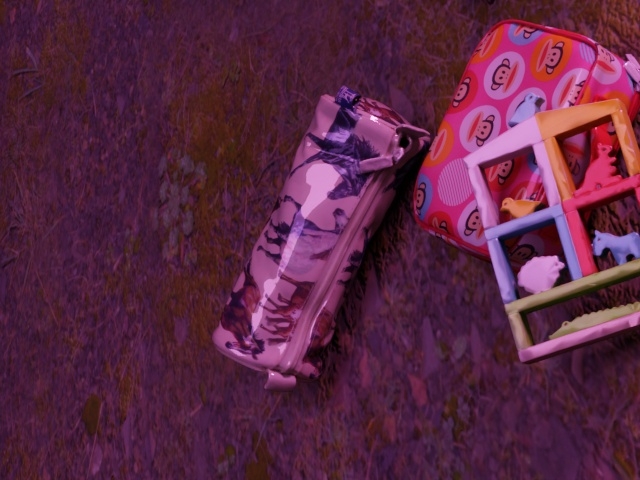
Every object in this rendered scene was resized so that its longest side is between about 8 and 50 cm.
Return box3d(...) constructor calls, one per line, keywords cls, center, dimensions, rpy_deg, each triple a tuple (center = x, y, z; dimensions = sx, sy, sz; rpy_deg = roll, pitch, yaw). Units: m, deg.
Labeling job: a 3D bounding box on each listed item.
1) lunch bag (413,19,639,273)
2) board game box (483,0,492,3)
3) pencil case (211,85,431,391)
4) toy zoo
box3d(cls="lunch bag", center=(0.254, -0.109, 1.824), dimensions=(0.258, 0.120, 0.293), rpy_deg=(28, 94, 56))
box3d(cls="board game box", center=(0.207, -0.513, 2.104), dimensions=(0.291, 0.141, 0.232), rpy_deg=(-59, 35, 13))
box3d(cls="pencil case", center=(0.000, 0.000, 2.081), dimensions=(0.410, 0.160, 0.183), rpy_deg=(-65, 19, 3))
box3d(cls="toy zoo", center=(0.273, -0.030, 1.696), dimensions=(0.192, 0.030, 0.293), rpy_deg=(-20, 73, 23))
